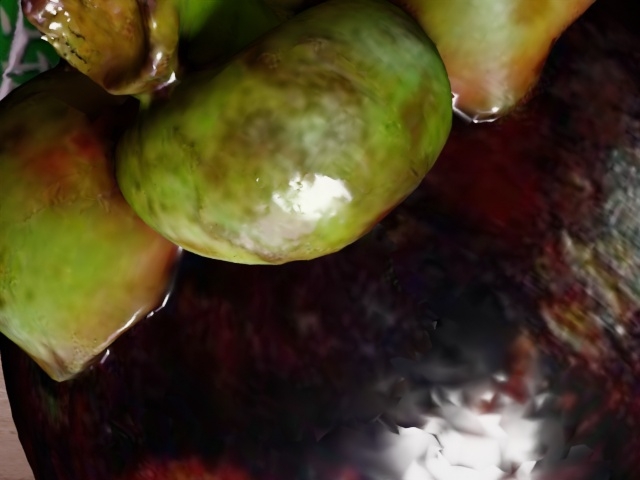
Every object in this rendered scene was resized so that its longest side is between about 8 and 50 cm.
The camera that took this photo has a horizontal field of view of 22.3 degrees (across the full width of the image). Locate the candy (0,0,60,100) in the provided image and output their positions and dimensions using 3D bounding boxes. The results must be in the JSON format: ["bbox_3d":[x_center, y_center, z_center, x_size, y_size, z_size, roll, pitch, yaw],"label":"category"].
[{"bbox_3d":[-0.130,-0.063,0.715,0.203,0.078,0.141,-27,158,31],"label":"candy"}]

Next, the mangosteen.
[{"bbox_3d":[0.014,0.012,0.590,0.311,0.311,0.311,3,161,1],"label":"mangosteen"}]
